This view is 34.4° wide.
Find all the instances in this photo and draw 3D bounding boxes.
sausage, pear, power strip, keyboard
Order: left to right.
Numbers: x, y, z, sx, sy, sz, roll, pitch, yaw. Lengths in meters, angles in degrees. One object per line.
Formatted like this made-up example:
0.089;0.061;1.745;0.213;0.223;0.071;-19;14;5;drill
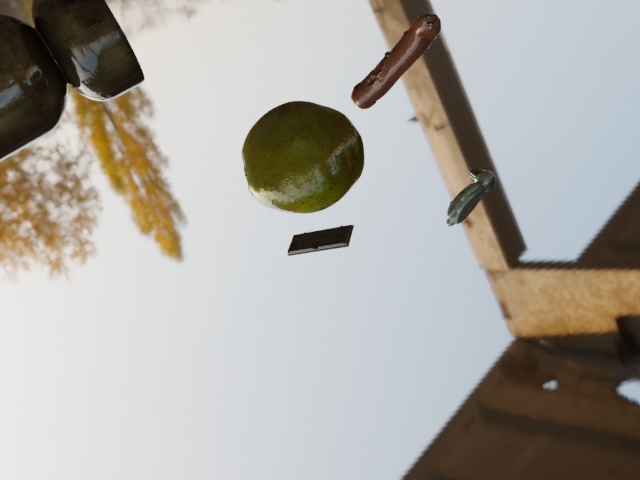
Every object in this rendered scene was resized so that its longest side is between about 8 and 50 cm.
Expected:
-0.029;-0.133;1.648;0.198;0.198;0.198;-22;-158;9;pear
0.000;0.000;1.848;0.129;0.015;0.049;-10;-138;32;keyboard
0.091;-0.213;1.221;0.158;0.036;0.042;-44;-161;40;sausage
0.174;-0.055;1.238;0.035;0.055;0.083;39;-107;20;power strip

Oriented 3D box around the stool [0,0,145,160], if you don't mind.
-0.392;-0.225;1.367;0.264;0.179;0.179;-31;-158;-10;stool
